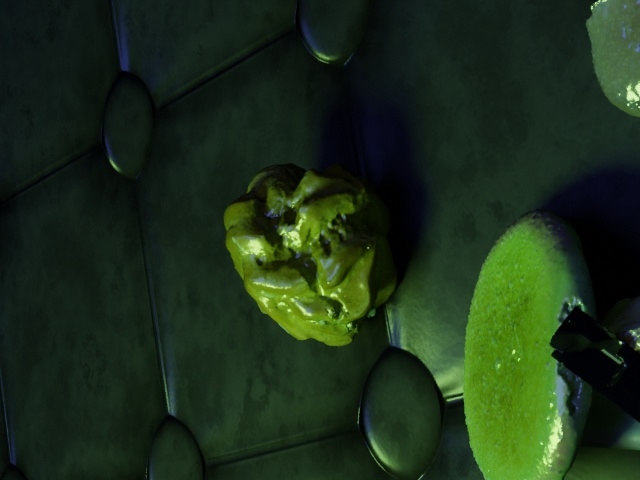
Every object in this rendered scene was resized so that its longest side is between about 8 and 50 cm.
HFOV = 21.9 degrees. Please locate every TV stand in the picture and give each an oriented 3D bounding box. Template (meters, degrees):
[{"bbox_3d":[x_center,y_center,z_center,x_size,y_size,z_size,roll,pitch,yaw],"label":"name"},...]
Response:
[{"bbox_3d":[0.311,0.152,1.466,0.249,0.036,0.042,37,152,7],"label":"TV stand"}]

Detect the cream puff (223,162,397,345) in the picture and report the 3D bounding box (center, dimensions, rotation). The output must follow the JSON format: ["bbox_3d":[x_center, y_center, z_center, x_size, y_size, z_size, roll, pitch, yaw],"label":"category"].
[{"bbox_3d":[-0.004,-0.001,1.880,0.194,0.195,0.221,-48,58,42],"label":"cream puff"}]

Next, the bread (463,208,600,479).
[{"bbox_3d":[0.196,0.114,1.638,0.301,0.045,0.301,-174,90,-76],"label":"bread"}]

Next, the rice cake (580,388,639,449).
[{"bbox_3d":[0.273,0.165,1.616,0.222,0.042,0.080,-4,83,53],"label":"rice cake"}]

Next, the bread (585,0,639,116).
[{"bbox_3d":[0.379,-0.196,1.425,0.337,0.102,0.183,-38,65,44],"label":"bread"}]

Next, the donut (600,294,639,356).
[{"bbox_3d":[0.321,0.082,1.505,0.166,0.108,0.065,-21,105,47],"label":"donut"}]
